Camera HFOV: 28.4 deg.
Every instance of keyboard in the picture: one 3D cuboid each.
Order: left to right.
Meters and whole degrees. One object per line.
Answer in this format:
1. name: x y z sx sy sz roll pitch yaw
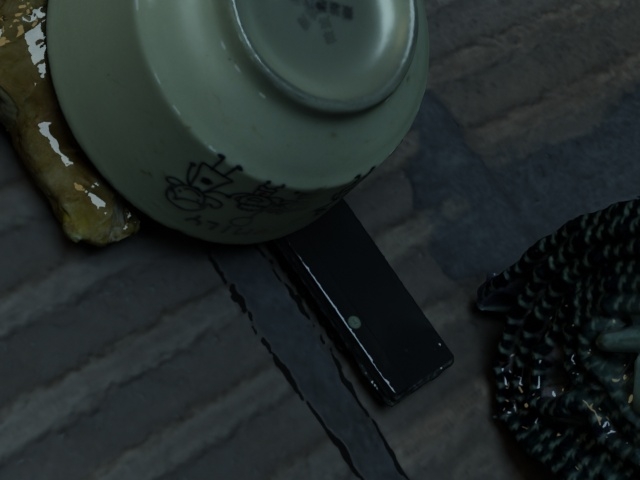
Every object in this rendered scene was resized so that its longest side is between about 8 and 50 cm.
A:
1. keyboard: 0.000 0.000 0.824 0.072 0.023 0.231 -27 79 -43

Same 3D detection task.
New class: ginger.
1. ginger: -0.150 -0.077 0.763 0.096 0.067 0.165 -30 95 -41

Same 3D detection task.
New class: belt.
1. belt: 0.248 0.078 0.769 0.160 0.295 0.207 7 77 -33

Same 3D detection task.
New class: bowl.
1. bowl: -0.030 -0.123 0.736 0.237 0.126 0.238 6 79 -31
